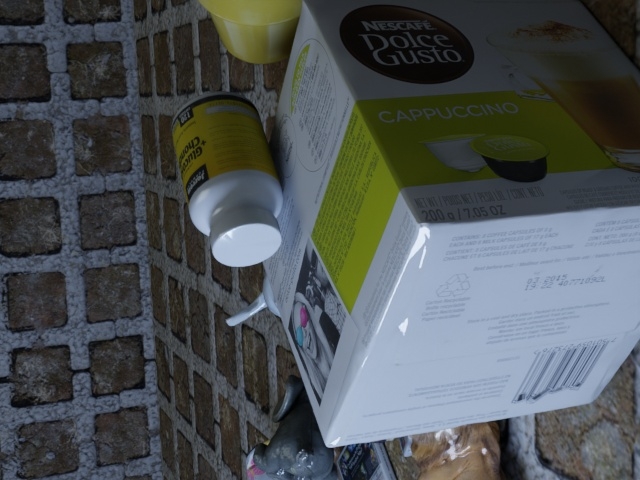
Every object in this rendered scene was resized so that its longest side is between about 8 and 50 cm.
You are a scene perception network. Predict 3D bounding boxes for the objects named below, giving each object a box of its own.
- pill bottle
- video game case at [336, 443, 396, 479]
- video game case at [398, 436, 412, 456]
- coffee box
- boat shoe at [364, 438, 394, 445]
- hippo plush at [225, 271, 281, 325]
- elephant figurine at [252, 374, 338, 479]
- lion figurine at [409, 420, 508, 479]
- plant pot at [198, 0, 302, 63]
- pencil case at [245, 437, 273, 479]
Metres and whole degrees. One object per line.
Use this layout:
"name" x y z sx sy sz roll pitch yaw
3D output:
"pill bottle" -0.099 -0.067 1.073 0.103 0.103 0.184 111 149 -48
"video game case" 0.085 0.425 1.742 0.190 0.022 0.173 111 146 -49
"video game case" 0.118 0.224 1.533 0.183 0.023 0.201 84 171 -69
"coffee box" 0.147 -0.032 1.052 0.338 0.338 0.334 107 150 -44
"boat shoe" 0.068 0.271 1.539 0.285 0.092 0.102 86 169 -77
"hippo plush" 0.000 0.000 1.575 0.294 0.234 0.236 -17 78 60
"elephant figurine" -0.028 0.323 1.828 0.186 0.169 0.239 -8 55 37
"lion figurine" 0.214 0.362 1.298 0.392 0.142 0.240 55 139 26
"plant pot" -0.106 -0.449 1.745 0.239 0.254 0.254 91 164 -61
"pencil case" -0.058 0.522 2.001 0.124 0.113 0.273 -49 37 10
